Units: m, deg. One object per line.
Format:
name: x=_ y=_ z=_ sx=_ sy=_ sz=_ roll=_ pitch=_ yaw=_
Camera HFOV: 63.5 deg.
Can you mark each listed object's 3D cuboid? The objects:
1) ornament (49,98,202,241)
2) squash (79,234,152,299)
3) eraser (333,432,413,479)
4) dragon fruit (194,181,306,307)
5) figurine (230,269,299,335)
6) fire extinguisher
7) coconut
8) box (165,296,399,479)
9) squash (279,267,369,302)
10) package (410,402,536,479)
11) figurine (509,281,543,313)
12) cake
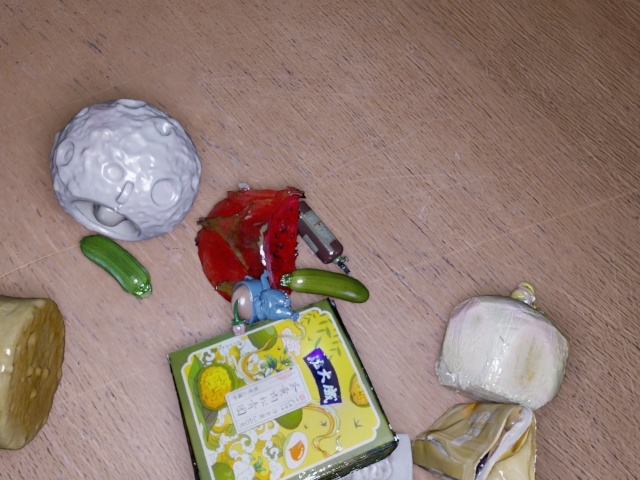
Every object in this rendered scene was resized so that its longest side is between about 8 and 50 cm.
ornament: x=-0.445 y=-0.170 z=1.218 sx=0.337 sy=0.337 sz=0.337 roll=2 pitch=74 yaw=-8
squash: x=-0.500 y=0.060 z=1.278 sx=0.219 sy=0.068 sz=0.077 roll=41 pitch=61 yaw=5
eraser: x=0.074 y=0.537 z=1.210 sx=0.270 sy=0.095 sz=0.174 roll=5 pitch=69 yaw=-5
dragon fruit: x=-0.191 y=0.021 z=1.298 sx=0.282 sy=0.100 sz=0.343 roll=3 pitch=85 yaw=8
figurine: x=-0.143 y=0.146 z=1.171 sx=0.144 sy=0.178 sz=0.114 roll=-33 pitch=122 yaw=-46
fire extinguisher: x=0.000 y=0.000 z=1.354 sx=0.071 sy=0.099 sz=0.231 roll=-40 pitch=81 yaw=2
coconut: x=0.436 y=0.265 z=1.244 sx=0.297 sy=0.297 sz=0.254 roll=21 pitch=76 yaw=-2
box: x=-0.095 y=0.368 z=1.157 sx=0.420 sy=0.138 sz=0.373 roll=-17 pitch=57 yaw=-14
squash: x=0.019 y=0.111 z=1.306 sx=0.258 sy=0.069 sz=0.069 roll=14 pitch=71 yaw=-27
package: x=0.322 y=0.468 z=1.151 sx=0.165 sy=0.311 sz=0.221 roll=9 pitch=74 yaw=-8
figurine: x=0.568 y=0.202 z=1.395 sx=0.083 sy=0.083 sz=0.187 roll=-15 pitch=70 yaw=-12
cake: x=-0.734 y=0.255 z=1.059 sx=0.321 sy=0.332 sz=0.332 roll=5 pitch=73 yaw=-5
